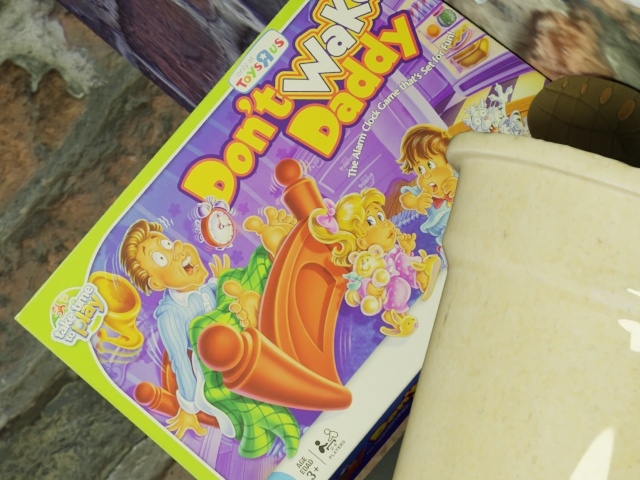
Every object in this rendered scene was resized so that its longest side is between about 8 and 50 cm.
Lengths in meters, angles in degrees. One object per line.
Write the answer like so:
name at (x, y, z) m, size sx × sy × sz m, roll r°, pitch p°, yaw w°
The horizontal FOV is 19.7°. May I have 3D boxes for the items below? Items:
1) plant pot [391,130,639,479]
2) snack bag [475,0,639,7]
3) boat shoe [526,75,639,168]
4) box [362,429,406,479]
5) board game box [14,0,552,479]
plant pot at (0.166, 0.144, 1.020) m, size 0.334 × 0.305 × 0.334 m, roll 23°, pitch 177°, yaw 1°
snack bag at (0.002, -0.236, 0.946) m, size 0.323 × 0.037 × 0.342 m, roll 44°, pitch 174°, yaw -31°
boat shoe at (0.195, -0.039, 1.071) m, size 0.178 × 0.064 × 0.060 m, roll 32°, pitch 172°, yaw 37°
box at (0.244, 0.212, 1.594) m, size 0.294 × 0.296 × 0.183 m, roll 45°, pitch 174°, yaw -36°
board game box at (0.000, 0.000, 1.232) m, size 0.233 × 0.347 × 0.078 m, roll 39°, pitch 174°, yaw 15°
